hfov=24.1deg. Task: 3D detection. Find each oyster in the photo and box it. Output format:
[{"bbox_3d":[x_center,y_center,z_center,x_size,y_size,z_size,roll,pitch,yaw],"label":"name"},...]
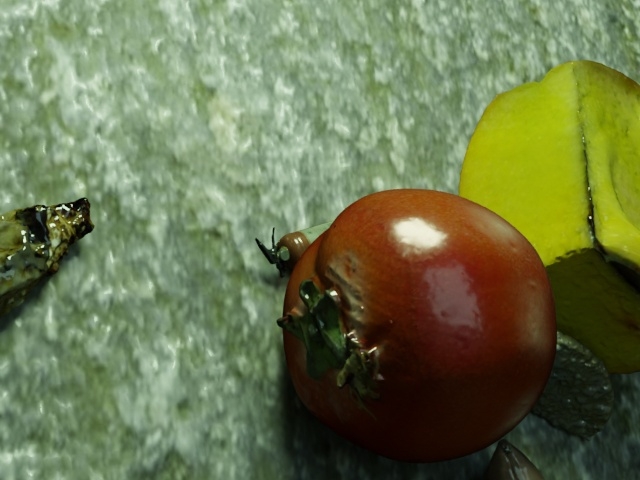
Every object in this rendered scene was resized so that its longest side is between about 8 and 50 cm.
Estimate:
[{"bbox_3d":[-0.385,0.030,1.620,0.345,0.078,0.128,-29,77,-31],"label":"oyster"}]

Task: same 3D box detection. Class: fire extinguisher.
[{"bbox_3d":[0.000,0.000,1.845,0.177,0.050,0.062,-16,97,-33],"label":"fire extinguisher"}]

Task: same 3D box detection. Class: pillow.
[{"bbox_3d":[0.245,0.344,1.743,0.084,0.236,0.223,-18,78,-4],"label":"pillow"}]

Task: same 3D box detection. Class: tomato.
[{"bbox_3d":[0.121,0.094,1.716,0.321,0.321,0.321,11,65,-24],"label":"tomato"}]

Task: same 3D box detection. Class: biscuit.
[{"bbox_3d":[0.277,0.162,1.878,0.250,0.133,0.032,30,44,-13],"label":"biscuit"}]

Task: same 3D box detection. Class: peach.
[{"bbox_3d":[0.349,-0.007,1.926,0.306,0.242,0.380,16,53,-41],"label":"peach"}]
